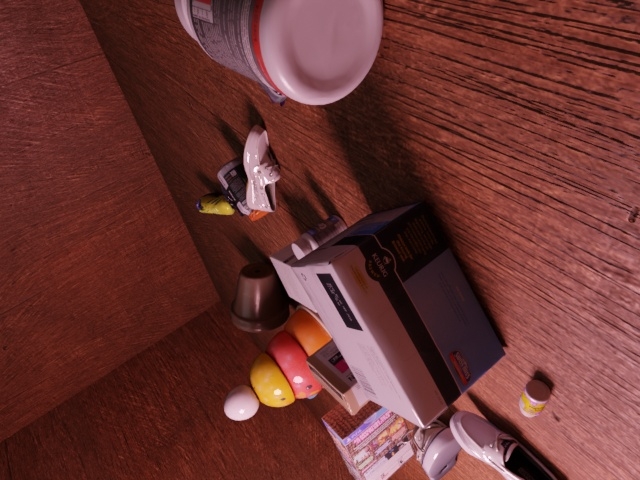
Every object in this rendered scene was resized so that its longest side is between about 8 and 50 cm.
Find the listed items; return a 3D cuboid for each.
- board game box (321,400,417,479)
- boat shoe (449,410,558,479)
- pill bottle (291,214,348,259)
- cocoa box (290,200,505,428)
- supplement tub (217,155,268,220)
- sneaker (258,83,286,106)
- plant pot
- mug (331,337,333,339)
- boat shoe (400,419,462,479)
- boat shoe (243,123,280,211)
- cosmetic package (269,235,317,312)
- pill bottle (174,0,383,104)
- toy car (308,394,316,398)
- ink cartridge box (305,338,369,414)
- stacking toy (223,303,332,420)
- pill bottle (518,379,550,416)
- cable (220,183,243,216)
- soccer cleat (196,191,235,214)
[{"bbox_3d":[0.176,0.687,1.660,0.141,0.232,0.291,21,139,57],"label":"board game box"},{"bbox_3d":[0.408,0.463,1.040,0.258,0.095,0.084,33,146,27],"label":"boat shoe"},{"bbox_3d":[0.000,0.000,1.198,0.078,0.137,0.078,46,156,27],"label":"pill bottle"},{"bbox_3d":[0.146,0.133,0.932,0.347,0.227,0.231,60,160,-8],"label":"cocoa box"},{"bbox_3d":[-0.237,-0.165,1.523,0.191,0.116,0.117,56,159,6],"label":"supplement tub"},{"bbox_3d":[-0.145,-0.398,1.038,0.224,0.083,0.098,57,164,-2],"label":"sneaker"},{"bbox_3d":[-0.262,0.225,2.023,0.263,0.262,0.230,33,130,48],"label":"plant pot"},{"bbox_3d":[0.106,0.327,1.489,0.158,0.097,0.130,46,157,29],"label":"mug"},{"bbox_3d":[0.314,0.577,1.363,0.156,0.135,0.367,47,167,34],"label":"boat shoe"},{"bbox_3d":[-0.157,-0.199,1.351,0.096,0.098,0.277,18,136,14],"label":"boat shoe"},{"bbox_3d":[-0.023,0.085,1.354,0.183,0.151,0.152,16,134,59],"label":"cosmetic package"},{"bbox_3d":[-0.089,-0.369,0.765,0.363,0.210,0.210,38,152,41],"label":"pill bottle"},{"bbox_3d":[-0.014,0.538,2.018,0.237,0.210,0.219,-17,121,39],"label":"toy car"},{"bbox_3d":[0.108,0.326,1.287,0.193,0.234,0.088,24,142,55],"label":"ink cartridge box"},{"bbox_3d":[-0.138,0.492,1.732,0.351,0.479,0.351,47,158,26],"label":"stacking toy"},{"bbox_3d":[0.394,0.296,0.873,0.043,0.043,0.083,41,155,36],"label":"pill bottle"},{"bbox_3d":[-0.336,-0.165,1.846,0.151,0.047,0.184,58,159,-3],"label":"cable"},{"bbox_3d":[-0.458,-0.144,2.043,0.289,0.121,0.094,20,138,58],"label":"soccer cleat"}]
